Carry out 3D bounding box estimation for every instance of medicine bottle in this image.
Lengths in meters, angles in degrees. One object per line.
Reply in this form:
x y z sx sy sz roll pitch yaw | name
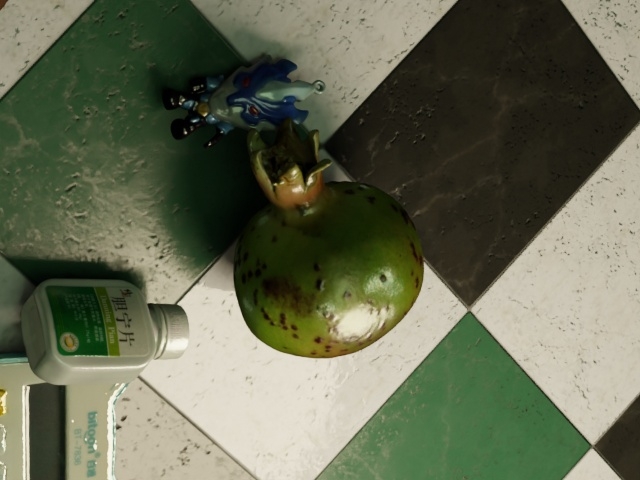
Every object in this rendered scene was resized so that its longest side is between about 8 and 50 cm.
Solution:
-0.245 0.104 2.063 0.183 0.119 0.069 3 147 -33 | medicine bottle

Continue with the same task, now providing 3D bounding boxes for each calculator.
-0.404 0.250 2.072 0.386 0.054 0.256 -9 115 -27 | calculator

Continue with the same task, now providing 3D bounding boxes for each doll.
-0.084 -0.162 2.077 0.195 0.070 0.096 -13 86 -22 | doll

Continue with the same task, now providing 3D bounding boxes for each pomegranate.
0.016 0.002 2.107 0.231 0.231 0.286 -9 125 -28 | pomegranate

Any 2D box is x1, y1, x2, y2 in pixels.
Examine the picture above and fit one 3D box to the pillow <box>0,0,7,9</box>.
-0.382 -0.356 1.784 0.305 0.108 0.308 -50 130 -9 | pillow
